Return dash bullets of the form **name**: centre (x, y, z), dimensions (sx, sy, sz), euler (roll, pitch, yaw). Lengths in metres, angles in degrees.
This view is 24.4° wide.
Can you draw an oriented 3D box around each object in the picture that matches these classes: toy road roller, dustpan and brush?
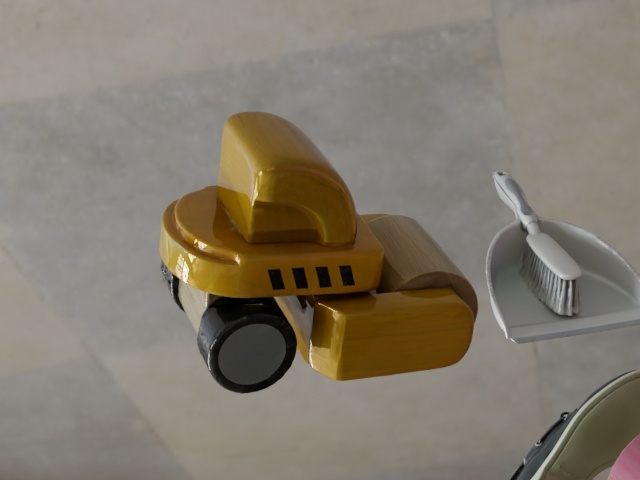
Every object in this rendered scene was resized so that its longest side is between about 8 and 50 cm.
- **toy road roller**: centre (0.000, 0.000, 1.510), dimensions (0.329, 0.202, 0.241), euler (-3, 119, -21)
- **dustpan and brush**: centre (0.203, 0.005, 1.374), dimensions (0.147, 0.211, 0.060), euler (-8, 122, -15)

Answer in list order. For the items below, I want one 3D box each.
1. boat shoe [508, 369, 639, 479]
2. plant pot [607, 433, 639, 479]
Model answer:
- **boat shoe**: centre (0.406, 0.333, 2.371), dimensions (0.127, 0.340, 0.113), euler (38, 177, -22)
- **plant pot**: centre (0.416, 0.296, 1.599), dimensions (0.201, 0.180, 0.201), euler (-17, 124, -27)
